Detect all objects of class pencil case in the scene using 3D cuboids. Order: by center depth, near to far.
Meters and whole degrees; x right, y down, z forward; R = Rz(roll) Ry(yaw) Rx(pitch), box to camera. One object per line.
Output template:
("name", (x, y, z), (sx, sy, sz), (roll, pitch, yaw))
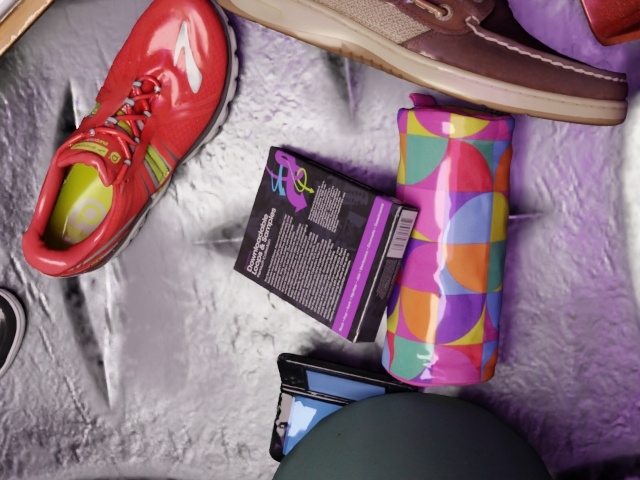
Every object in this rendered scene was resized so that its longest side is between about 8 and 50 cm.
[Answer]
("pencil case", (0.104, 0.000, 0.938), (0.104, 0.104, 0.236), (5, 97, 10))

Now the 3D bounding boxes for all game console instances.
("game console", (0.017, 0.156, 0.988), (0.122, 0.107, 0.071), (11, 65, 8))

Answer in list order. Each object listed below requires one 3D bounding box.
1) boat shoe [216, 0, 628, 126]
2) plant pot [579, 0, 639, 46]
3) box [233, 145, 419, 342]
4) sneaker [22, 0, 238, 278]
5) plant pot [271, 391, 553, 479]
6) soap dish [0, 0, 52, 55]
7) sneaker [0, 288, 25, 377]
("boat shoe", (0.089, -0.187, 0.903), (0.342, 0.123, 0.123), (22, 103, 13))
("plant pot", (0.293, -0.309, 0.775), (0.236, 0.267, 0.267), (-24, 98, -4))
("box", (0.000, 0.000, 0.946), (0.162, 0.029, 0.116), (28, 105, 41))
("sneaker", (-0.160, -0.082, 0.960), (0.107, 0.118, 0.279), (30, 102, 4))
("plant pot", (0.068, 0.289, 0.822), (0.341, 0.334, 0.341), (1, 107, 2))
("soap dish", (-0.361, -0.218, 0.978), (0.291, 0.118, 0.229), (-42, 89, 13))
("sneaker", (-0.363, 0.133, 1.028), (0.217, 0.121, 0.079), (-41, 90, 13))
